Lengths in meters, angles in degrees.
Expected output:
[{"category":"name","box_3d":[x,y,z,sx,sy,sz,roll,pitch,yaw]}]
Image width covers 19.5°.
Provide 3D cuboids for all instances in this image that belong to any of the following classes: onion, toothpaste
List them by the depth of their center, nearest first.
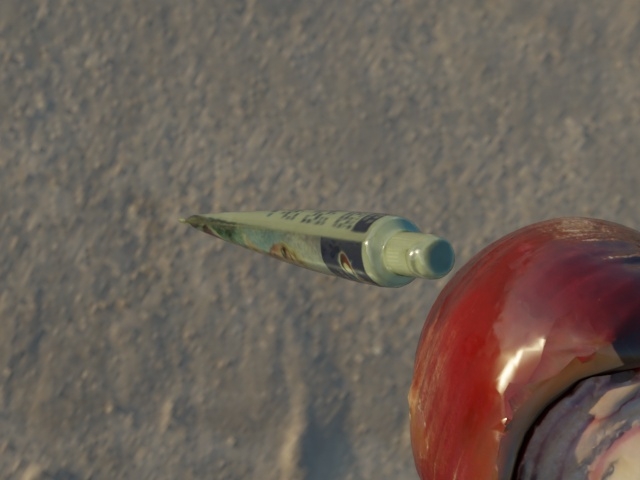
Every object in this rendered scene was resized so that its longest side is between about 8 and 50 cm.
[{"category":"toothpaste","box_3d":[0.000,0.000,0.983,0.062,0.216,0.037,12,88,-34]},{"category":"onion","box_3d":[0.228,0.138,1.491,0.341,0.341,0.341,16,48,-18]}]
